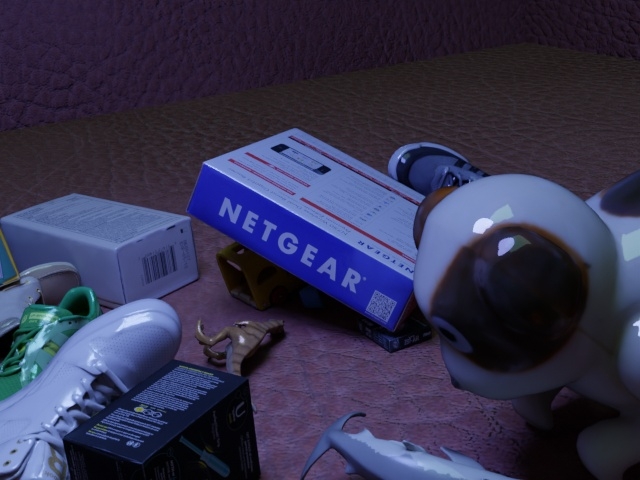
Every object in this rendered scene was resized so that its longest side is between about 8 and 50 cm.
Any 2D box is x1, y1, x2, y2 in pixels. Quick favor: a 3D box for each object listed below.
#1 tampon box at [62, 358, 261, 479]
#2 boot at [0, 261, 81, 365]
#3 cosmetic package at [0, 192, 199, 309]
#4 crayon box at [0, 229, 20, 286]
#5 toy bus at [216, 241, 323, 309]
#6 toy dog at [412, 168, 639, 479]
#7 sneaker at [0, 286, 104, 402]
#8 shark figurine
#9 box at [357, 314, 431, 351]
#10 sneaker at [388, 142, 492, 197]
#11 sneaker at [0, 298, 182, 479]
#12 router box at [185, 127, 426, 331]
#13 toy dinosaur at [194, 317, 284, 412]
[{"bbox_3d":[-0.149,0.211,0.892,0.102,0.120,0.161,9,24,31],"label":"tampon box"},{"bbox_3d":[-0.415,0.107,1.311,0.213,0.077,0.165,-26,28,-33],"label":"boot"},{"bbox_3d":[-0.364,0.012,1.500,0.310,0.113,0.160,11,26,40],"label":"cosmetic package"},{"bbox_3d":[-0.667,0.051,1.390,0.363,0.106,0.313,-23,21,-19],"label":"crayon box"},{"bbox_3d":[-0.057,0.014,1.387,0.191,0.104,0.202,-11,29,13],"label":"toy bus"},{"bbox_3d":[0.291,0.043,0.871,0.408,0.395,0.284,-2,28,-15],"label":"toy dog"},{"bbox_3d":[-0.353,0.145,1.119,0.110,0.123,0.295,-2,21,12],"label":"sneaker"},{"bbox_3d":[0.083,0.234,0.813,0.278,0.116,0.166,14,-7,26],"label":"shark figurine"},{"bbox_3d":[0.098,0.118,1.222,0.067,0.018,0.083,-15,22,-25],"label":"box"},{"bbox_3d":[0.243,-0.073,1.438,0.269,0.101,0.153,23,5,-23],"label":"sneaker"},{"bbox_3d":[-0.248,0.191,0.919,0.292,0.108,0.169,-38,29,-2],"label":"sneaker"},{"bbox_3d":[0.025,-0.033,1.322,0.335,0.082,0.301,30,25,14],"label":"router box"},{"bbox_3d":[-0.104,0.135,1.168,0.112,0.064,0.211,1,22,15],"label":"toy dinosaur"}]
